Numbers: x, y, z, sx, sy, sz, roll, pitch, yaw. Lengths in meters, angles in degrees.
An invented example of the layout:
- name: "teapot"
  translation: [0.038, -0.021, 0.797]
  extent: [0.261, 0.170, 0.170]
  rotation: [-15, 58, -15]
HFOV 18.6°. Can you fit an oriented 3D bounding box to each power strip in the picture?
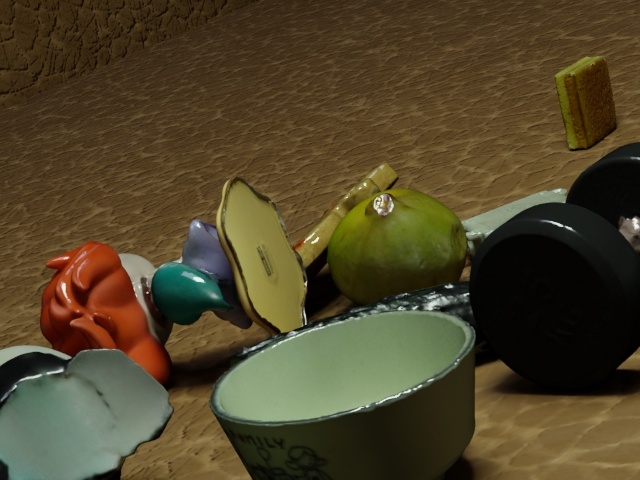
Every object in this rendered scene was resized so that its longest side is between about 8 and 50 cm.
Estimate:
- name: "power strip"
  translation: [0.185, -0.004, 2.001]
  extent: [0.175, 0.042, 0.075]
  rotation: [-20, 16, -14]

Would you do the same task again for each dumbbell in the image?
- name: "dumbbell"
  translation: [0.241, 0.017, 1.663]
  extent: [0.152, 0.152, 0.218]
  rotation: [-2, 20, 39]

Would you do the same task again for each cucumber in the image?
- name: "cucumber"
  translation: [0.069, 0.087, 1.726]
  extent: [0.303, 0.081, 0.072]
  rotation: [-18, -17, -11]

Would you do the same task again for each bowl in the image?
- name: "bowl"
  translation: [0.028, 0.142, 1.497]
  extent: [0.211, 0.112, 0.211]
  rotation: [-13, 14, 4]

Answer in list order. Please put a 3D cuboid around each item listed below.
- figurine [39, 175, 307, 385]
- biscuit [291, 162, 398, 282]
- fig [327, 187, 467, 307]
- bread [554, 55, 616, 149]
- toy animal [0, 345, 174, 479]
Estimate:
- name: "figurine"
  translation: [-0.165, 0.057, 1.877]
  extent: [0.257, 0.181, 0.208]
  rotation: [-21, 44, 21]
- name: "biscuit"
  translation: [0.000, 0.000, 2.029]
  extent: [0.225, 0.036, 0.166]
  rotation: [-45, -4, -41]
- name: "fig"
  translation: [0.077, 0.010, 1.915]
  extent: [0.136, 0.121, 0.153]
  rotation: [-33, 3, -17]
- name: "bread"
  translation: [0.319, -0.166, 2.351]
  extent: [0.035, 0.094, 0.090]
  rotation: [-2, 17, 36]
- name: "toy animal"
  translation: [-0.232, 0.159, 1.673]
  extent: [0.166, 0.138, 0.179]
  rotation: [0, 0, -25]
